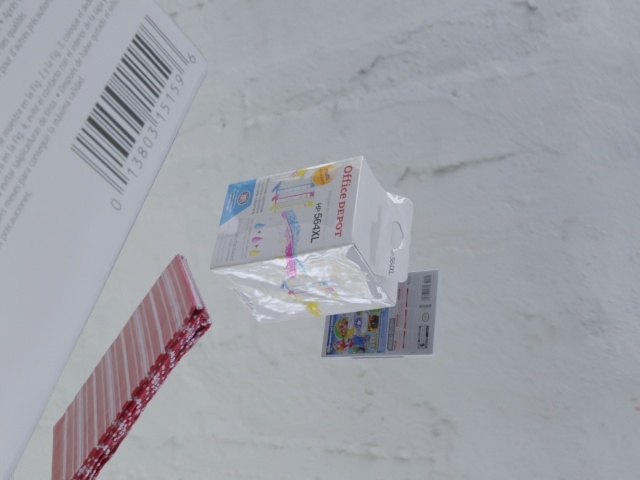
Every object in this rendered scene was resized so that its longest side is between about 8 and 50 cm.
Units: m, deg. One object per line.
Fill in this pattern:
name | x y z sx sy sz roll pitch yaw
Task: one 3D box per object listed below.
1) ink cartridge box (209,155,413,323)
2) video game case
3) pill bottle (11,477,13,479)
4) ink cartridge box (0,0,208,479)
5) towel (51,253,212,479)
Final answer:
ink cartridge box | 0.000 0.000 0.677 0.143 0.090 0.092 -11 -130 24
video game case | 0.060 0.074 0.828 0.122 0.011 0.087 -6 -115 29
pill bottle | -0.267 0.214 0.398 0.160 0.160 0.283 37 -76 36
ink cartridge box | -0.170 -0.036 0.260 0.060 0.239 0.275 -8 -130 37
towel | -0.218 0.155 0.931 0.274 0.031 0.199 -54 -157 4
